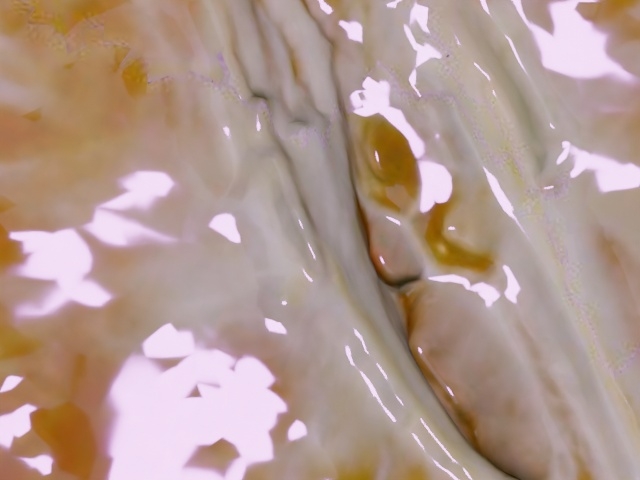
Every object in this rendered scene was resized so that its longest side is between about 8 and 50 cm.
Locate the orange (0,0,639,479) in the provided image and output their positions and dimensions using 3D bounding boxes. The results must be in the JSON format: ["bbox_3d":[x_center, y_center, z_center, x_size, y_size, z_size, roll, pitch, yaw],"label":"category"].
[{"bbox_3d":[-0.001,0.003,0.435,0.334,0.196,0.262,-33,78,-28],"label":"orange"}]
